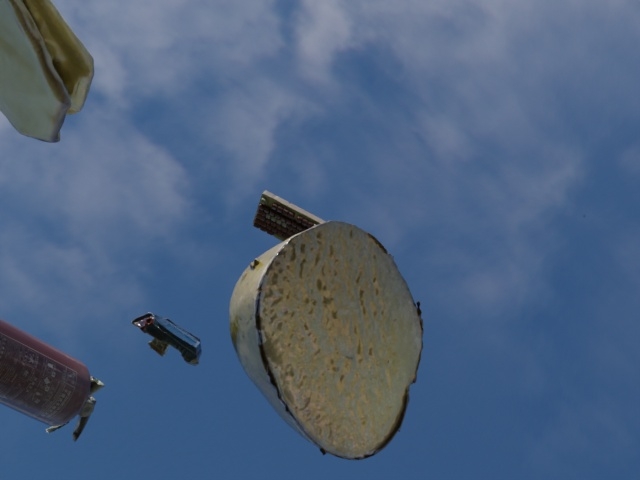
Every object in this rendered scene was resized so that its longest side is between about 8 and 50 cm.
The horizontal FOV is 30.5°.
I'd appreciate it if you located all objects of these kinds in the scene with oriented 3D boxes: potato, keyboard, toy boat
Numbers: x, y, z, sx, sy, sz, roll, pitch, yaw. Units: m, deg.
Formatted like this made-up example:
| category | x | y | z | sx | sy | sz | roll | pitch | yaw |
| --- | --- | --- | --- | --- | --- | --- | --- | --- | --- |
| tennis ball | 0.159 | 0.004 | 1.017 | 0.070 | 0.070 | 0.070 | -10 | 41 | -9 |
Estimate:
| category | x | y | z | sx | sy | sz | roll | pitch | yaw |
| --- | --- | --- | --- | --- | --- | --- | --- | --- | --- |
| potato | -0.011 | 0.091 | 1.049 | 0.117 | 0.182 | 0.202 | -12 | -69 | 47 |
| keyboard | 0.000 | 0.000 | 1.344 | 0.166 | 0.017 | 0.055 | 28 | -52 | 7 |
| toy boat | -0.162 | 0.105 | 1.235 | 0.083 | 0.038 | 0.038 | 33 | -82 | -3 |

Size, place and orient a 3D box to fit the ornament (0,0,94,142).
| category | x | y | z | sx | sy | sz | roll | pitch | yaw |
| --- | --- | --- | --- | --- | --- | --- | --- | --- | --- |
| ornament | -0.246 | -0.170 | 0.821 | 0.201 | 0.180 | 0.059 | 34 | -124 | -1 |

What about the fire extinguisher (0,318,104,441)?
| category | x | y | z | sx | sy | sz | roll | pitch | yaw |
| --- | --- | --- | --- | --- | --- | --- | --- | --- | --- |
| fire extinguisher | -0.370 | 0.168 | 1.451 | 0.105 | 0.269 | 0.105 | -18 | -126 | 28 |
